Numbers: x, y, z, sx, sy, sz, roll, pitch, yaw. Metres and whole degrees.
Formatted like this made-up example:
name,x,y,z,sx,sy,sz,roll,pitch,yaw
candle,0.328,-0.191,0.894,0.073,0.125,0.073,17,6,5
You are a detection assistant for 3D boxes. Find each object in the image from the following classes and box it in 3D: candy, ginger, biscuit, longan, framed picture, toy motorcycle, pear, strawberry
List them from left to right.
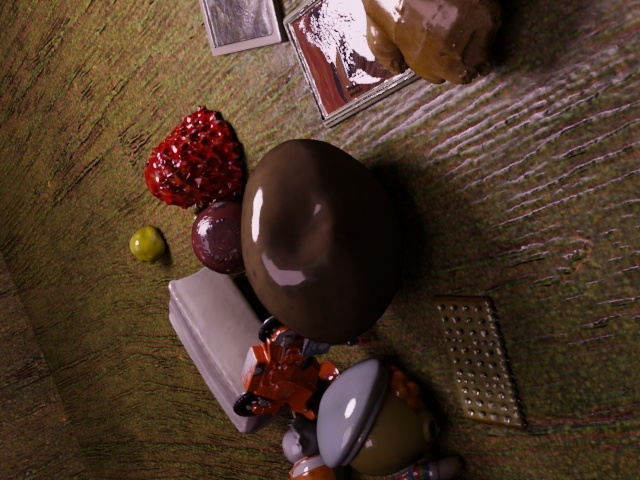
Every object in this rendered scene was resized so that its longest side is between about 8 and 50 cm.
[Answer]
name,x,y,z,sx,sy,sz,roll,pitch,yaw
pear,-0.442,0.010,2.139,0.092,0.092,0.097,-19,52,54
strawberry,-0.290,-0.166,1.772,0.234,0.178,0.234,19,117,43
framed picture,-0.172,-0.514,1.557,0.240,0.020,0.324,7,114,50
candy,-0.202,0.235,1.873,0.359,0.145,0.208,53,156,19
toy motorcycle,-0.041,0.237,1.637,0.148,0.221,0.326,63,144,41
longan,0.000,0.000,1.411,0.288,0.288,0.350,-18,89,54
framed picture,0.042,-0.323,1.390,0.273,0.016,0.216,-21,92,54
ginger,0.123,-0.374,1.207,0.236,0.166,0.375,65,-178,-56
biscuit,0.262,0.201,1.396,0.139,0.016,0.231,-3,106,54

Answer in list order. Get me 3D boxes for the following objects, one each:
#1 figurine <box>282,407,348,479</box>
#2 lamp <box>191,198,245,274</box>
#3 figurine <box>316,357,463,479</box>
name,x,y,z,sx,sy,sz,roll,pitch,yaw
figurine,-0.012,0.477,1.819,0.143,0.143,0.271,-32,58,54
lamp,-0.192,-0.009,1.767,0.135,0.156,0.157,-79,-7,-81
figurine,0.142,0.398,1.505,0.382,0.205,0.224,49,133,19
